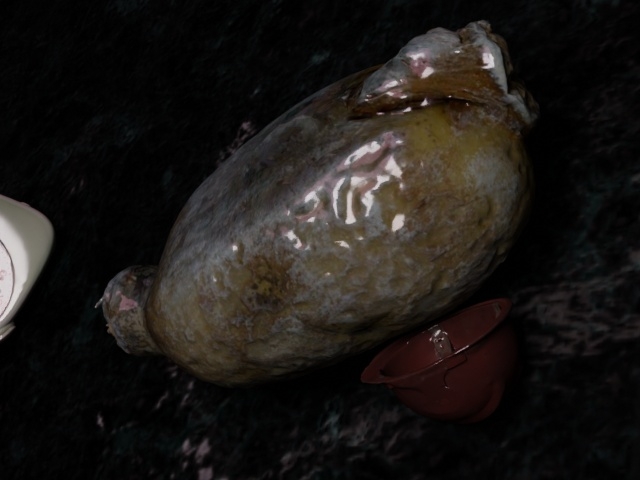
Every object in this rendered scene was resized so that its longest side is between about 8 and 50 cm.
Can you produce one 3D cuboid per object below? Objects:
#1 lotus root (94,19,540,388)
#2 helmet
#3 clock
[{"bbox_3d":[0.002,0.002,0.756,0.349,0.175,0.175,-34,44,24],"label":"lotus root"},{"bbox_3d":[0.085,0.084,0.696,0.111,0.057,0.089,-25,11,45],"label":"helmet"},{"bbox_3d":[-0.352,0.040,1.077,0.062,0.151,0.191,141,151,-76],"label":"clock"}]
